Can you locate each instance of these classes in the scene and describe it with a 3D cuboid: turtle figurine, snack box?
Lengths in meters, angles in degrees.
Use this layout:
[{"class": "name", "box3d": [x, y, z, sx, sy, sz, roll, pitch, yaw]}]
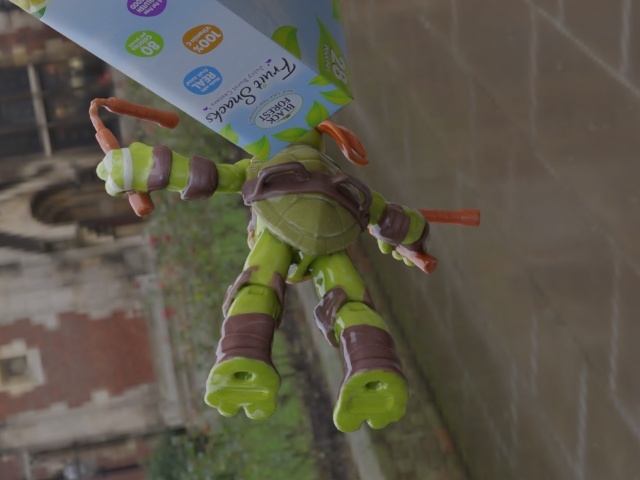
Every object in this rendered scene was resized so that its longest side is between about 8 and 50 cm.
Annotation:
[{"class": "turtle figurine", "box3d": [0.000, 0.000, 0.738, 0.087, 0.269, 0.217, -51, 33, 39]}, {"class": "snack box", "box3d": [-0.081, -0.160, 0.616, 0.207, 0.070, 0.174, 31, -141, -39]}]
